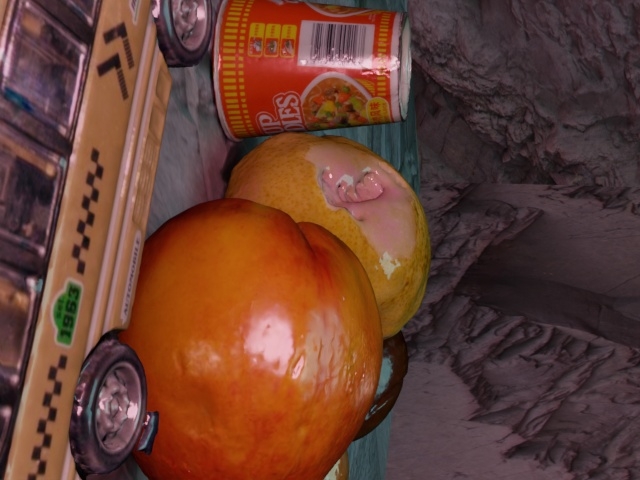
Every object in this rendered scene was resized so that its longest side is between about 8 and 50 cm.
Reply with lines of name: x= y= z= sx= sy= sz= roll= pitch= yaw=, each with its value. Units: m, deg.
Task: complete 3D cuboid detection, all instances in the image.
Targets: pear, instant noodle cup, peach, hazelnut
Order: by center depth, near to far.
peach: x=-0.065 y=0.107 z=0.813 sx=0.281 sy=0.238 sz=0.281 roll=-167 pitch=-90 yaw=-69
pear: x=0.000 y=0.000 z=1.106 sx=0.271 sy=0.271 sz=0.271 roll=2 pitch=90 yaw=-79
instant noodle cup: x=-0.001 y=-0.210 z=1.130 sx=0.193 sy=0.212 sz=0.193 roll=2 pitch=90 yaw=-79
hazelnut: x=0.003 y=0.162 z=1.288 sx=0.234 sy=0.218 sz=0.218 roll=58 pitch=13 yaw=2

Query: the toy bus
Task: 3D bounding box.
toy bus: x=-0.172 y=-0.039 z=0.417 sx=0.202 sy=0.177 sz=0.365 roll=45 pitch=49 yaw=-67

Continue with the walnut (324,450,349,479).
walnut: x=-0.045 y=0.284 z=1.146 sx=0.159 sy=0.159 sz=0.207 roll=34 pitch=58 yaw=-77
